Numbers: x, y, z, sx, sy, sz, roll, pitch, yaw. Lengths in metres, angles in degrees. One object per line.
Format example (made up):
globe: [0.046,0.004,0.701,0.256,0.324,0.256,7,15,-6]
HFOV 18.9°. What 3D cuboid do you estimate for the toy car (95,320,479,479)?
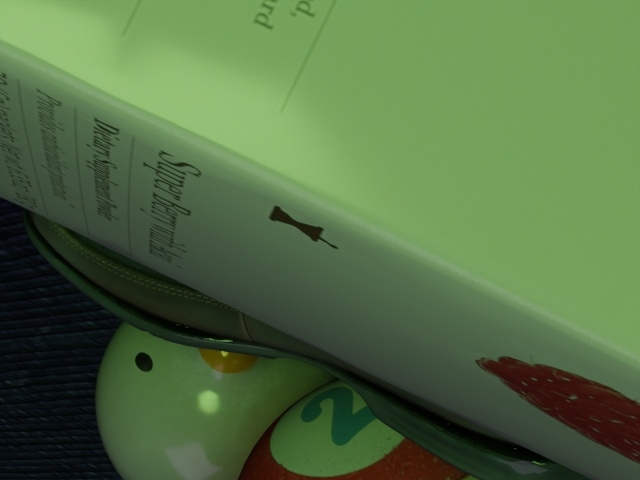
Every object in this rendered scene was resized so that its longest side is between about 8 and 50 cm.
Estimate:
toy car: [-0.024,0.082,0.828,0.238,0.219,0.210,48,158,18]

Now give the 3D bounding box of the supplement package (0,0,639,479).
supplement package: [0.086,-0.038,0.447,0.293,0.175,0.177,25,169,-1]

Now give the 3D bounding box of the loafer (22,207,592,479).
loafer: [0.000,0.000,0.720,0.267,0.096,0.084,24,138,24]
